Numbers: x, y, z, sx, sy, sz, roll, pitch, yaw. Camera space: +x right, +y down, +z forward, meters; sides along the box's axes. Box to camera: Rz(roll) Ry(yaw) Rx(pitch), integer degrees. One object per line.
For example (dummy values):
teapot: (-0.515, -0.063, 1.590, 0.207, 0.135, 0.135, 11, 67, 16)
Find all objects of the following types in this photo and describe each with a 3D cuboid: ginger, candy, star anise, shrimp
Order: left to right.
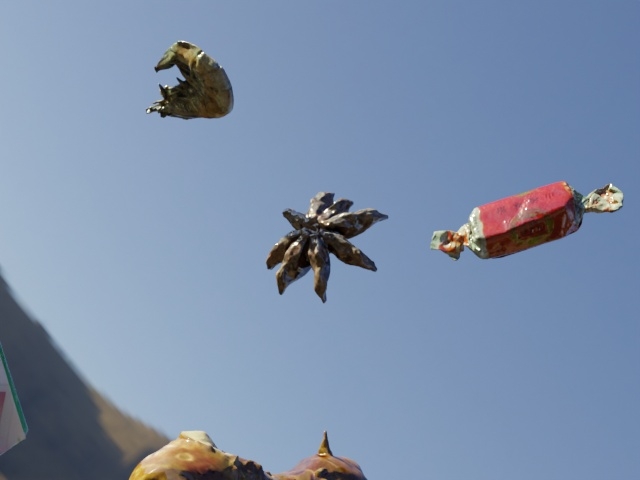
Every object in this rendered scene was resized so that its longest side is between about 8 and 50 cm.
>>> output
shrimp: (-0.143, -0.167, 1.629, 0.161, 0.034, 0.091, -8, -71, 55)
ginger: (-0.068, 0.329, 1.862, 0.176, 0.254, 0.418, -1, -30, 44)
star anise: (-0.001, 0.001, 1.558, 0.141, 0.141, 0.042, 32, -13, 43)
candy: (0.300, -0.029, 2.245, 0.059, 0.292, 0.086, 64, 12, -47)

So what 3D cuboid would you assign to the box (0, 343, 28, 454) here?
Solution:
box: (-0.458, 0.202, 1.697, 0.103, 0.250, 0.180, 9, -58, 38)
